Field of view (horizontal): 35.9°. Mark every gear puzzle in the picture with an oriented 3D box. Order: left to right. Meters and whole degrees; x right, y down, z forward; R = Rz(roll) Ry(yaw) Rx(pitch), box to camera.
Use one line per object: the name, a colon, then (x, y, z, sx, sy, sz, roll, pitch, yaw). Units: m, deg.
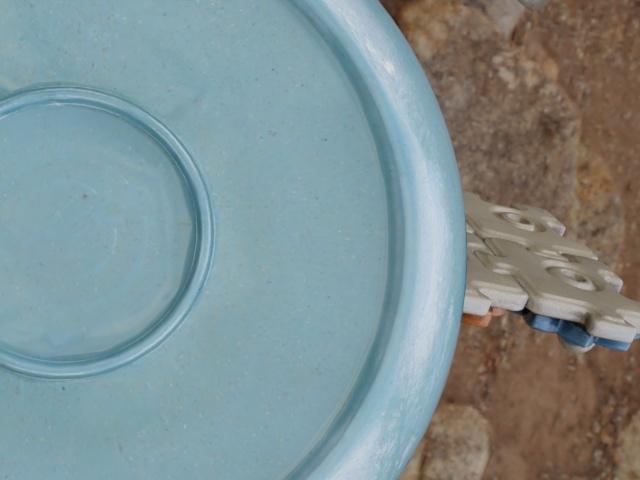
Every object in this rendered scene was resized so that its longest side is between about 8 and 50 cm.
gear puzzle: (0.000, 0.000, 0.513, 0.175, 0.338, 0.044, -116, -140, -64)

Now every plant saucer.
plant saucer: (-0.092, -0.002, 0.359, 0.044, 0.317, 0.318, 152, -39, -78)

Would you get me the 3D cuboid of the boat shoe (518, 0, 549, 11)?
boat shoe: (0.060, -0.264, 0.493, 0.104, 0.307, 0.110, -38, 173, 23)
